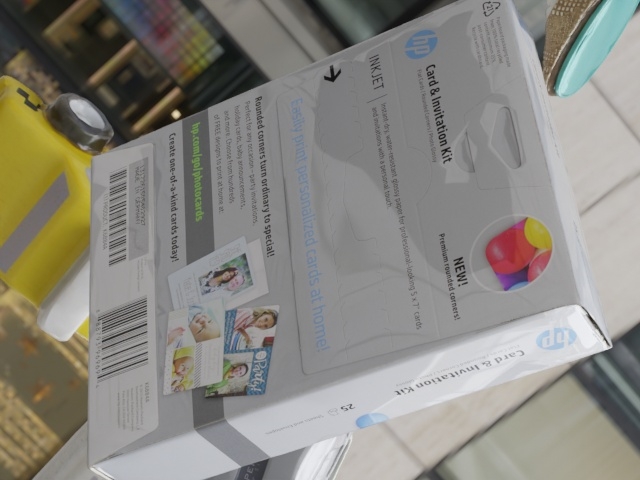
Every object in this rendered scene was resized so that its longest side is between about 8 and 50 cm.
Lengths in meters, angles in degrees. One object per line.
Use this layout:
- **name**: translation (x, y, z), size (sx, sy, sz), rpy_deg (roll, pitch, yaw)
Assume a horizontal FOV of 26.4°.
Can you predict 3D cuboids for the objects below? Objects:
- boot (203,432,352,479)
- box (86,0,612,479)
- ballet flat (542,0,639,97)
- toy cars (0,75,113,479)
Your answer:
- **boot**: translation (-0.016, 0.106, 0.903), size (0.258, 0.095, 0.123), rpy_deg (-64, 171, 15)
- **box**: translation (0.000, 0.000, 0.505), size (0.186, 0.038, 0.145), rpy_deg (-22, -128, 20)
- **ballet flat**: translation (0.205, -0.199, 0.965), size (0.073, 0.067, 0.206), rpy_deg (-3, 131, -58)
- **toy cars**: translation (-0.101, 0.101, 0.750), size (0.176, 0.394, 0.087), rpy_deg (-8, -155, 4)
